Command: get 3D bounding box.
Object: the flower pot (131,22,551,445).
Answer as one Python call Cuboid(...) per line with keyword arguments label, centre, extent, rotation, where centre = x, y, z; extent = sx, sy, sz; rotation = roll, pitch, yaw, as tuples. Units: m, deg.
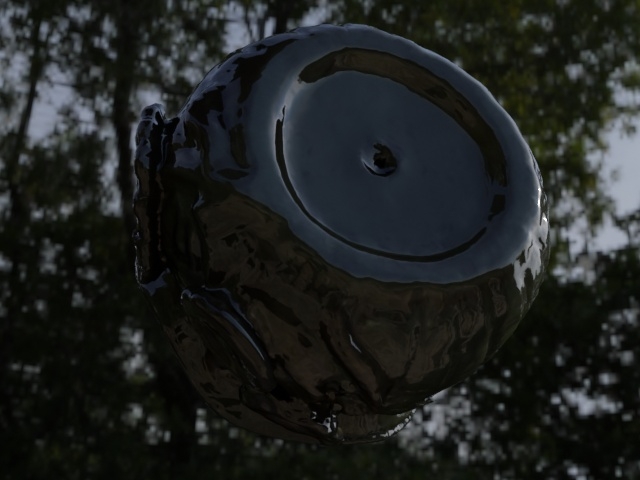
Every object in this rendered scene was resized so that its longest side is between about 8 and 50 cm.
Cuboid(label="flower pot", centre=(0.000, 0.000, 0.931), extent=(0.301, 0.302, 0.213), rotation=(11, -32, -15))
